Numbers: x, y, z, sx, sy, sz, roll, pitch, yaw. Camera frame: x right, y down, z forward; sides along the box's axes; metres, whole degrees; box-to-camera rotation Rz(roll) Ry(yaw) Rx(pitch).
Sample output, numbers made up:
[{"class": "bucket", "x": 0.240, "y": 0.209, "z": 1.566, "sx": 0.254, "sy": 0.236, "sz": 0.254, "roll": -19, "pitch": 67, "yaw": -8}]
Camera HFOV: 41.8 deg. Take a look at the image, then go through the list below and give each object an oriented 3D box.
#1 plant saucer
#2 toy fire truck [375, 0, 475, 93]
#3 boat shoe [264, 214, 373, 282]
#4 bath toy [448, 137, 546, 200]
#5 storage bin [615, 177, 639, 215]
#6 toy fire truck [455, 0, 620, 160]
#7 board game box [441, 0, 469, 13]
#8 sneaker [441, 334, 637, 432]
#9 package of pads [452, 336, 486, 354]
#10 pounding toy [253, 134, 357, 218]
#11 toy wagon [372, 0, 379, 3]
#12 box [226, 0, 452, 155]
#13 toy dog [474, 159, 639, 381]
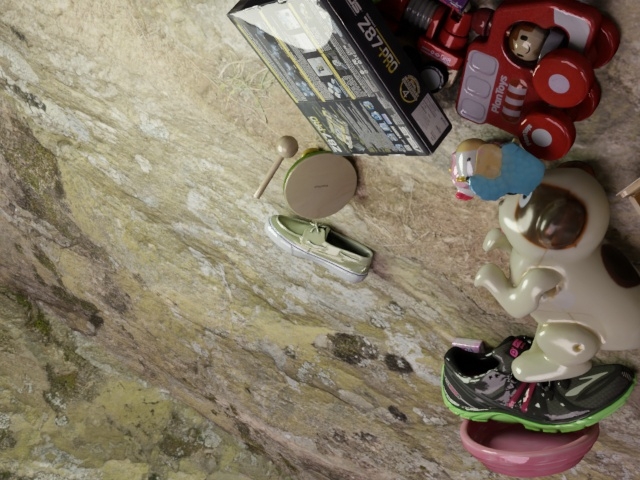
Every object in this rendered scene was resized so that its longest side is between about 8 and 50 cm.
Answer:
[{"class": "plant saucer", "x": 0.509, "y": 0.484, "z": 2.046, "sx": 0.332, "sy": 0.332, "sz": 0.084, "roll": 0, "pitch": 103, "yaw": 39}, {"class": "toy fire truck", "x": 0.195, "y": -0.428, "z": 1.580, "sx": 0.217, "sy": 0.158, "sz": 0.246, "roll": 32, "pitch": 129, "yaw": 11}, {"class": "boat shoe", "x": 0.000, "y": 0.000, "z": 2.187, "sx": 0.302, "sy": 0.109, "sz": 0.094, "roll": 27, "pitch": 125, "yaw": 2}, {"class": "bath toy", "x": 0.315, "y": -0.134, "z": 1.626, "sx": 0.151, "sy": 0.129, "sz": 0.348, "roll": 35, "pitch": -176, "yaw": -2}, {"class": "storage bin", "x": 0.699, "y": -0.037, "z": 1.479, "sx": 0.262, "sy": 0.123, "sz": 0.260, "roll": 62, "pitch": 143, "yaw": 14}, {"class": "toy fire truck", "x": 0.375, "y": -0.306, "z": 1.514, "sx": 0.253, "sy": 0.169, "sz": 0.302, "roll": 26, "pitch": 143, "yaw": 20}, {"class": "board game box", "x": 0.231, "y": -0.559, "z": 1.309, "sx": 0.208, "sy": 0.056, "sz": 0.347, "roll": 34, "pitch": 97, "yaw": 3}, {"class": "sneaker", "x": 0.506, "y": 0.334, "z": 2.021, "sx": 0.482, "sy": 0.185, "sz": 0.202, "roll": -5, "pitch": 111, "yaw": 29}, {"class": "package of pads", "x": 0.388, "y": 0.281, "z": 2.186, "sx": 0.083, "sy": 0.032, "sz": 0.050, "roll": 3, "pitch": 126, "yaw": 37}, {"class": "pounding toy", "x": -0.036, "y": -0.163, "z": 2.024, "sx": 0.236, "sy": 0.110, "sz": 0.183, "roll": 18, "pitch": 116, "yaw": -29}, {"class": "toy wagon", "x": 0.043, "y": -0.557, "z": 1.534, "sx": 0.344, "sy": 0.068, "sz": 0.267, "roll": -5, "pitch": 108, "yaw": 60}, {"class": "box", "x": 0.035, "y": -0.332, "z": 1.637, "sx": 0.318, "sy": 0.097, "sz": 0.395, "roll": 4, "pitch": 141, "yaw": 53}, {"class": "toy dog", "x": 0.498, "y": 0.050, "z": 1.684, "sx": 0.395, "sy": 0.284, "sz": 0.408, "roll": -2, "pitch": 124, "yaw": 39}]
